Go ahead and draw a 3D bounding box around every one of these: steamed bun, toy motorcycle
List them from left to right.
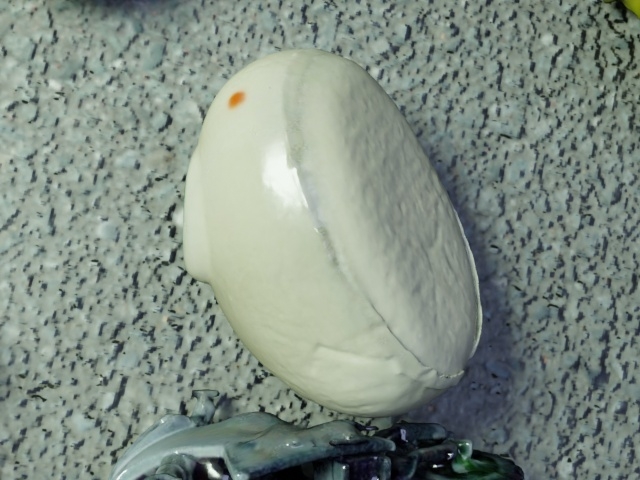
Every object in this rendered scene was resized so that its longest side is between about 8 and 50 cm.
[{"bbox_3d":[-0.016,0.152,0.568,0.270,0.159,0.106,-2,95,-28],"label":"toy motorcycle"},{"bbox_3d":[0.000,0.000,0.569,0.131,0.177,0.228,-20,105,31],"label":"steamed bun"}]

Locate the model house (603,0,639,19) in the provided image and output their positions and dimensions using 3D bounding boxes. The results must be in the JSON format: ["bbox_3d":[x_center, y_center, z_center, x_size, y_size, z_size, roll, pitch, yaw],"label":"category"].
[{"bbox_3d":[0.352,-0.149,0.637,0.175,0.193,0.234,-37,95,-13],"label":"model house"}]
